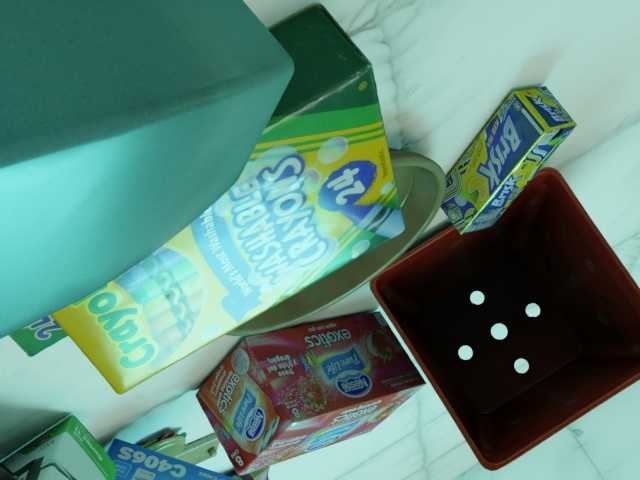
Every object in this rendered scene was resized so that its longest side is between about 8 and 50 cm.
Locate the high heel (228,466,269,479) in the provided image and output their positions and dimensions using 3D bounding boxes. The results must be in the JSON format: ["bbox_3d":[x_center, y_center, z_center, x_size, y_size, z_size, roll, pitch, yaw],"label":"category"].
[{"bbox_3d":[-0.180,0.425,1.563,0.244,0.082,0.117,-32,151,-38],"label":"high heel"}]

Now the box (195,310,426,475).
[{"bbox_3d":[-0.008,0.185,1.243,0.257,0.123,0.128,-6,146,-48],"label":"box"}]

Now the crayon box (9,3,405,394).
[{"bbox_3d":[-0.102,-0.009,0.737,0.323,0.083,0.203,-29,146,-7],"label":"crayon box"}]

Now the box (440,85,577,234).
[{"bbox_3d":[0.190,-0.082,1.041,0.054,0.059,0.169,-15,152,-39],"label":"box"}]

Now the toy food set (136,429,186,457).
[{"bbox_3d":[-0.211,0.274,1.291,0.083,0.020,0.082,-22,155,-23],"label":"toy food set"}]

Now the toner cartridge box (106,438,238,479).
[{"bbox_3d":[-0.222,0.422,1.249,0.075,0.165,0.348,-69,176,-61],"label":"toner cartridge box"}]

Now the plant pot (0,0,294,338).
[{"bbox_3d":[-0.143,-0.070,0.515,0.234,0.165,0.166,-24,157,-40],"label":"plant pot"}]

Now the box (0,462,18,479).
[{"bbox_3d":[-0.390,0.246,0.789,0.261,0.103,0.184,-49,160,-19],"label":"box"}]

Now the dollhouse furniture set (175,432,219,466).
[{"bbox_3d":[-0.167,0.383,1.377,0.123,0.151,0.144,-19,146,-33],"label":"dollhouse furniture set"}]

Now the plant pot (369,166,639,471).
[{"bbox_3d":[0.242,0.108,1.266,0.267,0.267,0.236,-32,169,-2],"label":"plant pot"}]

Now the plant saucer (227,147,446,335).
[{"bbox_3d":[0.000,0.000,0.987,0.277,0.041,0.278,-27,156,-13],"label":"plant saucer"}]

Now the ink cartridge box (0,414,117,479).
[{"bbox_3d":[-0.296,0.280,0.980,0.153,0.087,0.208,-33,-167,2],"label":"ink cartridge box"}]
